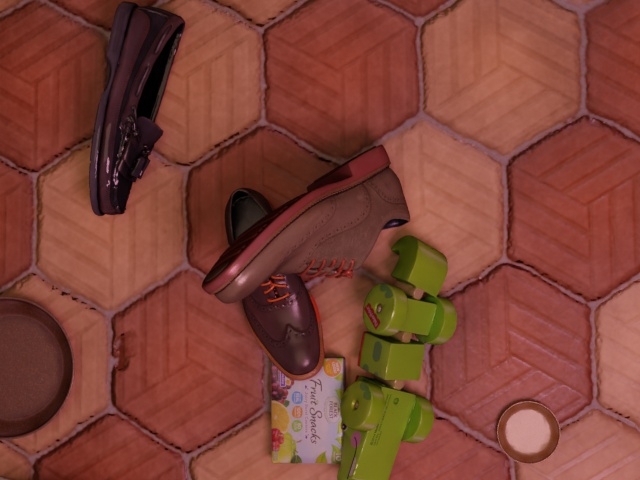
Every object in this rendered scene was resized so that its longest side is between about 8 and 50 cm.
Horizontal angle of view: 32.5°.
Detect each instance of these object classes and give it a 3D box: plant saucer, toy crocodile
[{"bbox_3d":[0.278,0.256,1.469,0.083,0.015,0.083,0,86,5],"label":"plant saucer"},{"bbox_3d":[-0.435,0.178,1.541,0.198,0.036,0.198,-1,85,6],"label":"plant saucer"},{"bbox_3d":[0.091,0.162,1.453,0.115,0.105,0.340,13,92,-34],"label":"toy crocodile"}]

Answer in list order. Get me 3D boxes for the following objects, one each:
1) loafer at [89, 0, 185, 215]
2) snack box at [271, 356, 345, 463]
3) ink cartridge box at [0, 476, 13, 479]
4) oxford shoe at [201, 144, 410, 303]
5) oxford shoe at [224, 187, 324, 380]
[{"bbox_3d":[-0.253,-0.180,1.515,0.095,0.109,0.302,7,84,2],"label":"loafer"},{"bbox_3d":[-0.016,0.229,1.491,0.100,0.037,0.141,-1,85,6],"label":"snack box"},{"bbox_3d":[-0.337,0.441,1.445,0.353,0.119,0.207,8,85,16],"label":"ink cartridge box"},{"bbox_3d":[0.000,0.000,1.390,0.348,0.123,0.130,-36,96,-37],"label":"oxford shoe"},{"bbox_3d":[-0.070,0.058,1.465,0.097,0.098,0.271,-23,77,0],"label":"oxford shoe"}]
